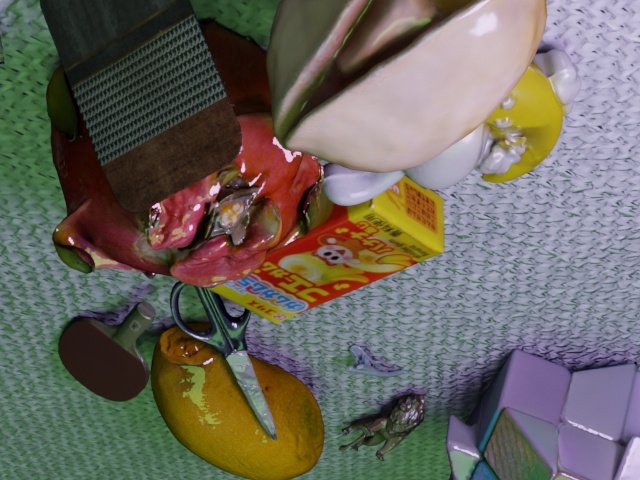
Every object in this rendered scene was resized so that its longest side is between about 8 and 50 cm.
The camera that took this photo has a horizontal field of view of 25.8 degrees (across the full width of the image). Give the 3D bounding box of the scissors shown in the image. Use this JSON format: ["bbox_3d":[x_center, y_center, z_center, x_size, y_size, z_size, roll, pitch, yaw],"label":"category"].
[{"bbox_3d":[-0.110,0.161,1.885,0.109,0.022,0.300,-21,123,3],"label":"scissors"}]

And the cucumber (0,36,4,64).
[{"bbox_3d":[-0.408,-0.230,1.352,0.220,0.046,0.070,11,144,-20],"label":"cucumber"}]

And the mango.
[{"bbox_3d":[-0.125,0.242,2.022,0.187,0.144,0.359,-36,129,18],"label":"mango"}]

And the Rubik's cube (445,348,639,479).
[{"bbox_3d":[0.343,0.364,2.036,0.358,0.368,0.387,19,148,2],"label":"Rubik's cube"}]

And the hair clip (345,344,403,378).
[{"bbox_3d":[0.079,0.180,2.034,0.030,0.039,0.115,-12,158,33],"label":"hair clip"}]

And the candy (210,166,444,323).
[{"bbox_3d":[0.000,0.000,1.684,0.276,0.088,0.146,-23,143,33],"label":"candy"}]

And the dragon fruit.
[{"bbox_3d":[-0.146,-0.056,1.466,0.306,0.225,0.305,-2,149,-2],"label":"dragon fruit"}]

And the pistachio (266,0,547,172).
[{"bbox_3d":[0.066,-0.183,1.255,0.230,0.229,0.309,15,147,-23],"label":"pistachio"}]

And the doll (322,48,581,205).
[{"bbox_3d":[0.144,-0.123,1.472,0.237,0.111,0.252,-3,150,-25],"label":"doll"}]

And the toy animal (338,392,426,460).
[{"bbox_3d":[0.089,0.301,2.179,0.069,0.086,0.220,53,137,-5],"label":"toy animal"}]

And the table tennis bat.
[{"bbox_3d":[-0.284,0.148,1.927,0.138,0.022,0.246,40,139,-5],"label":"table tennis bat"}]

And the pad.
[{"bbox_3d":[-0.245,-0.131,1.322,0.323,0.250,0.055,-24,175,13],"label":"pad"}]
